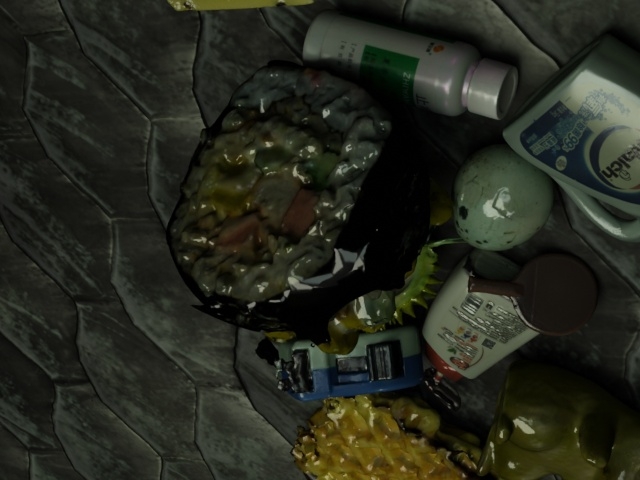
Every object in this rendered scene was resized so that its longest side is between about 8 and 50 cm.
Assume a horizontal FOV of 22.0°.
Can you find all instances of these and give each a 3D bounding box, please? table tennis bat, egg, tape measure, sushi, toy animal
[{"bbox_3d":[0.276,0.067,2.076,0.170,0.119,0.107,6,90,-1],"label":"table tennis bat"},{"bbox_3d":[0.219,-0.048,2.051,0.131,0.131,0.164,36,140,3],"label":"egg"},{"bbox_3d":[0.025,0.171,2.367,0.215,0.351,0.098,-6,92,-8],"label":"tape measure"},{"bbox_3d":[0.013,-0.018,2.021,0.328,0.328,0.285,8,159,40],"label":"sushi"},{"bbox_3d":[0.386,0.296,2.194,0.363,0.180,0.181,26,144,15],"label":"toy animal"}]

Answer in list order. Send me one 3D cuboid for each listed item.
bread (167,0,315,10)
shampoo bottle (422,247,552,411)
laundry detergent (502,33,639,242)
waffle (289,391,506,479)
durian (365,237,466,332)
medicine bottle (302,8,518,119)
[{"bbox_3d":[-0.087,-0.327,2.054,0.226,0.088,0.049,2,130,34],"label":"bread"},{"bbox_3d":[0.210,0.132,2.260,0.153,0.071,0.284,32,140,1],"label":"shampoo bottle"},{"bbox_3d":[0.371,-0.091,1.930,0.280,0.105,0.215,42,136,-6],"label":"laundry detergent"},{"bbox_3d":[0.132,0.371,2.504,0.379,0.095,0.382,34,141,6],"label":"waffle"},{"bbox_3d":[0.002,0.009,2.236,0.355,0.157,0.169,27,125,16],"label":"durian"},{"bbox_3d":[0.110,-0.213,2.012,0.260,0.095,0.095,16,133,23],"label":"medicine bottle"}]
